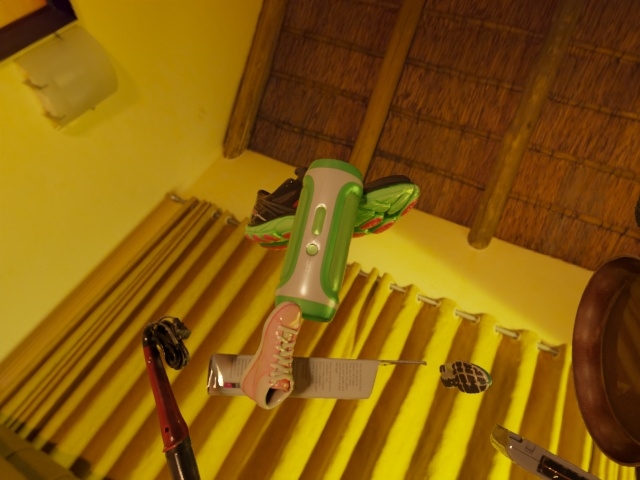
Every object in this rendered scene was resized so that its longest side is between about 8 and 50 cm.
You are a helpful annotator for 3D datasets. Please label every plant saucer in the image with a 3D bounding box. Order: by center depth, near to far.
[{"bbox_3d":[0.258,0.096,0.358,0.029,0.169,0.169,5,-37,9],"label":"plant saucer"}]

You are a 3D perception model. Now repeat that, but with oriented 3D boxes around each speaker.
[{"bbox_3d":[0.000,0.000,0.833,0.131,0.297,0.131,12,-15,3],"label":"speaker"}]

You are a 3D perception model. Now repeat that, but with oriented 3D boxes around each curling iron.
[{"bbox_3d":[-0.153,0.211,0.471,0.068,0.274,0.035,-33,-25,34],"label":"curling iron"}]

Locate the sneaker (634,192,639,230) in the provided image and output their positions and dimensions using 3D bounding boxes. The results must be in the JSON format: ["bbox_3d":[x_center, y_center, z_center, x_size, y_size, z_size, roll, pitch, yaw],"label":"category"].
[{"bbox_3d":[0.483,-0.130,0.469,0.319,0.130,0.112,95,-27,-48],"label":"sneaker"}]

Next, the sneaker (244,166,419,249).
[{"bbox_3d":[0.005,-0.105,1.089,0.482,0.203,0.185,-8,-19,27],"label":"sneaker"}]

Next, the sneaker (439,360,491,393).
[{"bbox_3d":[0.503,0.450,1.476,0.109,0.107,0.275,-10,-9,-11],"label":"sneaker"}]

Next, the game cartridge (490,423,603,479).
[{"bbox_3d":[0.486,0.458,0.831,0.297,0.062,0.198,25,-15,18],"label":"game cartridge"}]

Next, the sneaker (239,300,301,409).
[{"bbox_3d":[-0.049,0.147,0.543,0.051,0.135,0.070,28,-2,-37],"label":"sneaker"}]

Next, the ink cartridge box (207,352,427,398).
[{"bbox_3d":[-0.011,0.248,0.786,0.329,0.072,0.324,4,-17,-1],"label":"ink cartridge box"}]
